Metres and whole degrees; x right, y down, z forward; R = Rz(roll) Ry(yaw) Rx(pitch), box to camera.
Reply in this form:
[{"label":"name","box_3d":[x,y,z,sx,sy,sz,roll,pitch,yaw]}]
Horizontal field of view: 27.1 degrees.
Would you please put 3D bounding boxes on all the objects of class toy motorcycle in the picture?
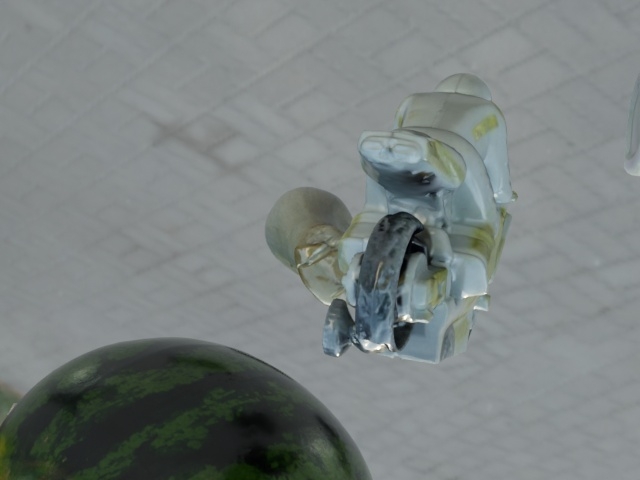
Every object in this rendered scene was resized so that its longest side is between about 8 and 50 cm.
[{"label":"toy motorcycle","box_3d":[0.057,-0.012,0.648,0.074,0.151,0.228,10,178,18]}]

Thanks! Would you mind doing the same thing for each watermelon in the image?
[{"label":"watermelon","box_3d":[-0.083,0.188,0.798,0.269,0.269,0.269,17,154,8]}]

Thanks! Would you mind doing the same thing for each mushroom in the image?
[{"label":"mushroom","box_3d":[0.000,0.000,1.358,0.116,0.093,0.225,52,177,-6]}]

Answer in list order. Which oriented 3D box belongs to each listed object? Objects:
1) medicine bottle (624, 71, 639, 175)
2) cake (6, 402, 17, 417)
[{"label":"medicine bottle","box_3d":[0.484,-0.108,1.350,0.324,0.124,0.179,6,166,4]},{"label":"cake","box_3d":[-0.221,0.167,0.912,0.065,0.121,0.052,35,120,7]}]
